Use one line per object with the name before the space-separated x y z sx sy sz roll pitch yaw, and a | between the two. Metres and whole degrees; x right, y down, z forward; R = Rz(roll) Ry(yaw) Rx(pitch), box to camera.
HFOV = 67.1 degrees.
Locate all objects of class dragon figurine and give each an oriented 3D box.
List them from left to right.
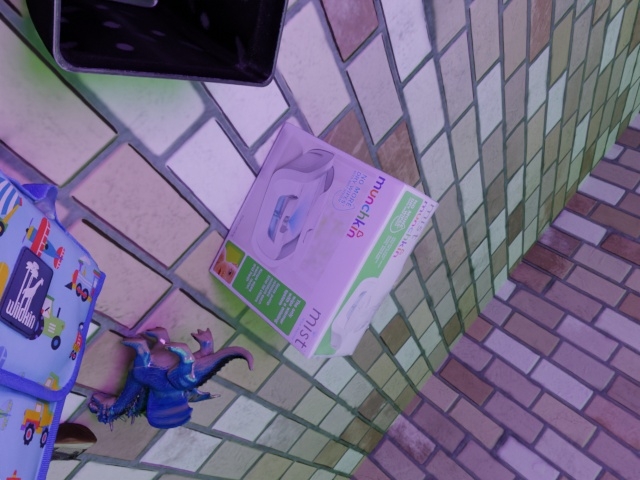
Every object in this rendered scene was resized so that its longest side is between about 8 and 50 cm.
dragon figurine | -0.197 0.202 0.671 0.085 0.290 0.143 -21 107 -68

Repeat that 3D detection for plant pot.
plant pot | -0.141 -0.246 0.387 0.188 0.167 0.187 -12 128 -44

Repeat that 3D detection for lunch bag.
lunch bag | -0.282 0.080 0.367 0.221 0.138 0.293 79 21 -61

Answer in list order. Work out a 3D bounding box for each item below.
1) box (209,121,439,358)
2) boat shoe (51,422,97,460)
box | 0.000 0.000 0.710 0.127 0.231 0.261 16 107 -55
boat shoe | -0.371 0.276 0.650 0.049 0.056 0.152 -55 146 -9
